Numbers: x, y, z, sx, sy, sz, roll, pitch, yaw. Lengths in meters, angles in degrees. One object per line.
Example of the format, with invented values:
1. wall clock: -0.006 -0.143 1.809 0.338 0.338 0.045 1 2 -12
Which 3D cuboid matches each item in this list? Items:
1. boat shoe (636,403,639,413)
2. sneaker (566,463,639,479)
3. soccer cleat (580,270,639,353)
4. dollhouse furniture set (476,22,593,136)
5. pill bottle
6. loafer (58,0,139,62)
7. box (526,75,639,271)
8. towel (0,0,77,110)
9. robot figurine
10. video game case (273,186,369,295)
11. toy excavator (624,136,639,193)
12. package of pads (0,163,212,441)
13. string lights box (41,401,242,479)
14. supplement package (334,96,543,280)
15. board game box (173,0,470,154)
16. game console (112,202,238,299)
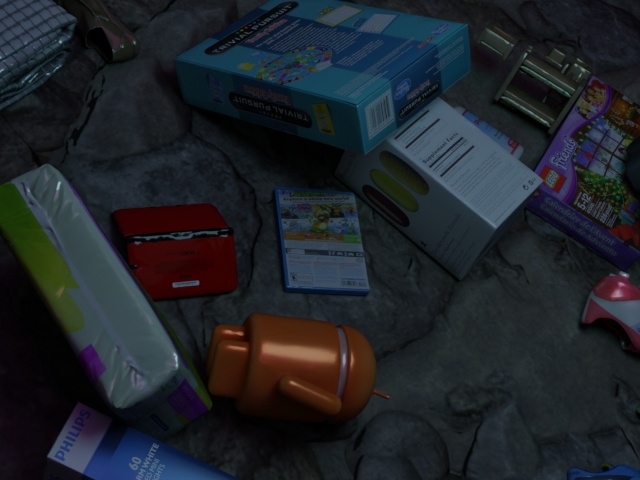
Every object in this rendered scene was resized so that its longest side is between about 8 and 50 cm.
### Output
1. boat shoe: 0.494 0.200 1.547 0.042 0.049 0.133 40 86 0
2. sneaker: 0.415 0.320 1.448 0.209 0.069 0.082 2 52 -18
3. soccer cleat: 0.489 0.141 1.604 0.248 0.083 0.095 34 82 -1
4. dollhouse furniture set: 0.336 -0.274 1.838 0.182 0.101 0.161 33 28 5
5. pill bottle: 0.219 -0.146 1.687 0.160 0.087 0.087 34 52 5
6. loafer: -0.329 -0.313 1.627 0.148 0.056 0.050 38 47 9
7. box: 0.454 -0.112 1.765 0.201 0.057 0.293 33 52 4
8. towel: -0.504 -0.266 1.497 0.235 0.121 0.283 39 51 7
9. robot figurine: -0.027 0.158 1.364 0.220 0.158 0.128 8 71 -15
10. video game case: 0.000 0.000 1.554 0.119 0.015 0.166 3 56 -17
11. toy excavator: 0.652 0.058 1.617 0.433 0.222 0.445 23 60 -23
12. package of pads: -0.245 0.079 1.278 0.101 0.229 0.296 -33 71 -8
13. string lights box: -0.171 0.287 1.219 0.260 0.133 0.076 26 53 -1
14. supplement package: 0.164 -0.090 1.597 0.244 0.139 0.134 40 53 12
15. board game box: 0.002 -0.248 1.587 0.336 0.079 0.254 19 44 36
16. game console: -0.192 0.013 1.477 0.144 0.085 0.124 -5 90 -22
